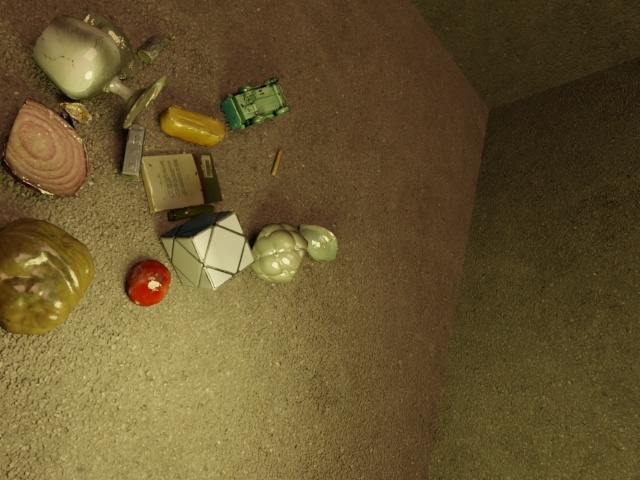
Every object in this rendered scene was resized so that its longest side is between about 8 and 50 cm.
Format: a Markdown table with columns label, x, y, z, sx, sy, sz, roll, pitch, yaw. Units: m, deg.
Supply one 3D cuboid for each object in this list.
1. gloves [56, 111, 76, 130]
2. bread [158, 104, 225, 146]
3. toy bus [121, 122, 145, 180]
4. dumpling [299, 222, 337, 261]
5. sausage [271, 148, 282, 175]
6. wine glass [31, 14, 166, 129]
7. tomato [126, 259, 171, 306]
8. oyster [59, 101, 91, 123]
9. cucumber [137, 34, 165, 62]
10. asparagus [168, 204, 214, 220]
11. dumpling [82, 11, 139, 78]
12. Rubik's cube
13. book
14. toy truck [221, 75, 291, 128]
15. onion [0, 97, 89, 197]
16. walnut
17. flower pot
| label | x | y | z | sx | sy | sz | roll | pitch | yaw |
| --- | --- | --- | --- | --- | --- | --- | --- | --- | --- |
| gloves | -0.793 | -0.355 | 1.442 | 0.064 | 0.026 | 0.086 | -25 | 100 | -41 |
| bread | -0.472 | -0.421 | 1.724 | 0.245 | 0.094 | 0.102 | 8 | 67 | -44 |
| toy bus | -0.621 | -0.296 | 1.553 | 0.064 | 0.075 | 0.191 | 6 | 78 | -16 |
| dumpling | -0.004 | -0.001 | 2.068 | 0.217 | 0.149 | 0.105 | 53 | 10 | -15 |
| sausage | -0.187 | -0.340 | 2.029 | 0.024 | 0.024 | 0.133 | 31 | 63 | -36 |
| wine glass | -0.675 | -0.515 | 1.428 | 0.322 | 0.238 | 0.238 | 36 | 58 | -19 |
| tomato | -0.555 | 0.138 | 1.536 | 0.139 | 0.091 | 0.159 | 34 | 62 | -33 |
| oyster | -0.768 | -0.409 | 1.474 | 0.051 | 0.034 | 0.093 | -54 | 131 | -18 |
| cucumber | -0.599 | -0.687 | 1.670 | 0.064 | 0.064 | 0.112 | 43 | 56 | -30 |
| asparagus | -0.466 | -0.104 | 1.701 | 0.178 | 0.045 | 0.041 | -17 | 76 | -46 |
| dumpling | -0.694 | -0.637 | 1.536 | 0.219 | 0.108 | 0.153 | 50 | 52 | -22 |
| Rubik's cube | -0.388 | 0.031 | 1.620 | 0.205 | 0.205 | 0.208 | -36 | 117 | -40 |
| book | -0.499 | -0.217 | 1.700 | 0.289 | 0.026 | 0.202 | -13 | 91 | -44 |
| toy truck | -0.258 | -0.557 | 1.909 | 0.278 | 0.156 | 0.155 | -35 | 106 | -43 |
| onion | -0.811 | -0.243 | 1.359 | 0.247 | 0.111 | 0.250 | 47 | 39 | -51 |
| walnut | -0.759 | 0.090 | 1.230 | 0.253 | 0.282 | 0.277 | -42 | 112 | 3 |
| flower pot | -0.166 | 0.047 | 1.830 | 0.195 | 0.246 | 0.246 | 26 | 60 | -3 |
